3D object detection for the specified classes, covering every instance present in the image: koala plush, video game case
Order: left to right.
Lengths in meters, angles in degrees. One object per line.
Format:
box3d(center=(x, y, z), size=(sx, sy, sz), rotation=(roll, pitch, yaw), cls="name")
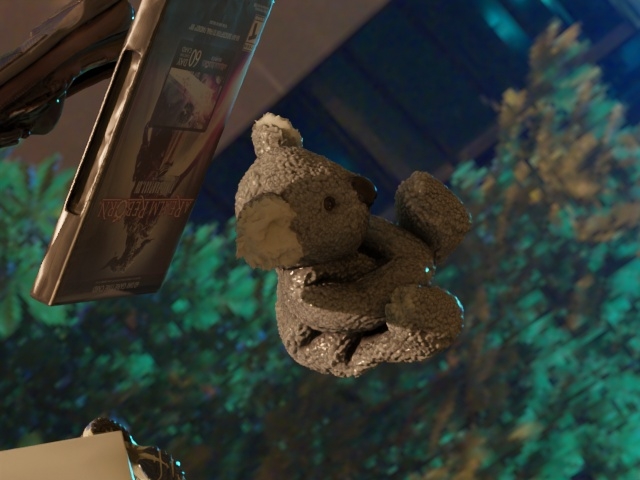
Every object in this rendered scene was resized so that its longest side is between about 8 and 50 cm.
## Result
box3d(center=(-0.128, -0.081, 1.269), size=(0.026, 0.274, 0.196), rotation=(24, -171, 17), cls="video game case")
box3d(center=(0.000, 0.000, 1.483), size=(0.221, 0.203, 0.196), rotation=(47, -146, -32), cls="koala plush")

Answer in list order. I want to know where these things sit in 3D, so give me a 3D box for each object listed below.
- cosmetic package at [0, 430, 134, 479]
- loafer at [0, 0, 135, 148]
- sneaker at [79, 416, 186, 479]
box3d(center=(-0.326, 0.323, 1.495), size=(0.284, 0.377, 0.097), rotation=(-9, -122, -18), cls="cosmetic package")
box3d(center=(-0.258, -0.149, 1.522), size=(0.095, 0.109, 0.302), rotation=(56, -138, -16), cls="loafer")
box3d(center=(-0.191, 0.232, 1.610), size=(0.135, 0.058, 0.052), rotation=(41, -147, -16), cls="sneaker")
